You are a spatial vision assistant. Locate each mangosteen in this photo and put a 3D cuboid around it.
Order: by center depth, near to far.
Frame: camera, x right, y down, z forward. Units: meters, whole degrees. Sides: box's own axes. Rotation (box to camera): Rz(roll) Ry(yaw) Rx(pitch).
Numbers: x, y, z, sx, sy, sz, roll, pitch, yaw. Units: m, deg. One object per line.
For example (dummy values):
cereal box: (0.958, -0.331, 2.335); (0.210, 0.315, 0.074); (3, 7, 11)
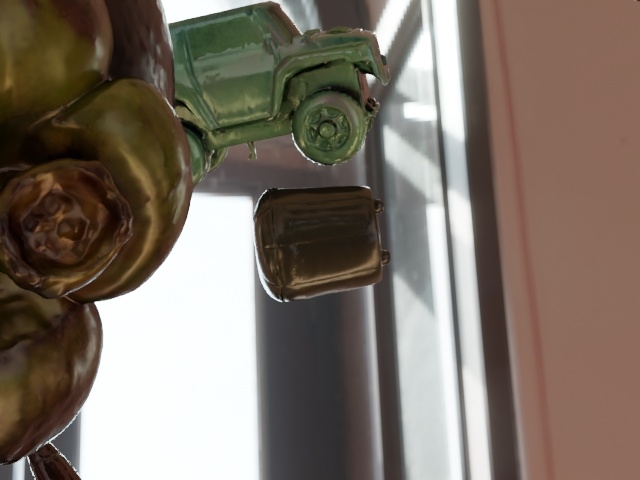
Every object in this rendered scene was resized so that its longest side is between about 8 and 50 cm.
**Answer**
mangosteen: (-0.195, -0.044, 0.598); (0.297, 0.313, 0.297); (-34, -7, -5)

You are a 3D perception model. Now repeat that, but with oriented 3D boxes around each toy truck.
toy truck: (-0.075, -0.138, 1.239); (0.278, 0.156, 0.155); (-12, 11, 8)

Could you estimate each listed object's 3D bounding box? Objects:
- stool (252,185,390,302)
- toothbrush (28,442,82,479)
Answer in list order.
stool: (0.000, 0.000, 1.097); (0.110, 0.096, 0.096); (-6, -21, -2)
toothbrush: (-0.199, 0.234, 1.106); (0.041, 0.364, 0.041); (-33, -9, -6)
